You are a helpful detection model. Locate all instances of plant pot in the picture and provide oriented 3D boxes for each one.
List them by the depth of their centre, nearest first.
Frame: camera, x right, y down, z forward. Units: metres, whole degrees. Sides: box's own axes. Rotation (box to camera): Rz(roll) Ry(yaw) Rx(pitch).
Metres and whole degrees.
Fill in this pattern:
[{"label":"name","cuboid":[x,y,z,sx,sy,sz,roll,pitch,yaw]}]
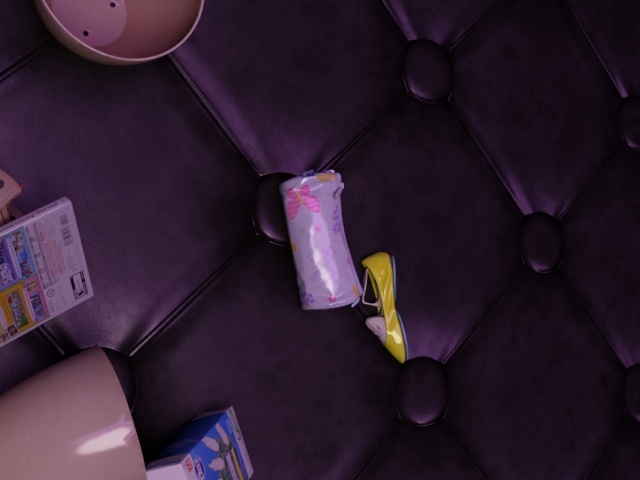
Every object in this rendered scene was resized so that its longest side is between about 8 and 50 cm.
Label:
[{"label":"plant pot","cuboid":[-0.430,0.321,1.269,0.274,0.256,0.257,-17,93,-25]},{"label":"plant pot","cuboid":[-0.362,-0.416,1.431,0.284,0.191,0.284,4,82,-31]}]

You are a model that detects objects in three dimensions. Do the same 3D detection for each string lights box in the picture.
[{"label":"string lights box","cuboid":[-0.199,0.388,1.418,0.259,0.076,0.133,-38,111,-76]}]

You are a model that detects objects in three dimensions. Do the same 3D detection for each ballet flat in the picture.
[{"label":"ballet flat","cuboid":[0.125,0.140,1.746,0.077,0.077,0.231,-7,85,-11]}]

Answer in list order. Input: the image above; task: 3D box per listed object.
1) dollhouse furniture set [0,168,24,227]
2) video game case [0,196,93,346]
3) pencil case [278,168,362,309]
[{"label":"dollhouse furniture set","cuboid":[-0.567,-0.067,1.329,0.183,0.129,0.129,38,63,10]},{"label":"video game case","cuboid":[-0.463,0.055,1.342,0.193,0.023,0.212,-32,142,-30]},{"label":"pencil case","cuboid":[0.000,0.000,1.651,0.124,0.113,0.273,-10,91,-10]}]
